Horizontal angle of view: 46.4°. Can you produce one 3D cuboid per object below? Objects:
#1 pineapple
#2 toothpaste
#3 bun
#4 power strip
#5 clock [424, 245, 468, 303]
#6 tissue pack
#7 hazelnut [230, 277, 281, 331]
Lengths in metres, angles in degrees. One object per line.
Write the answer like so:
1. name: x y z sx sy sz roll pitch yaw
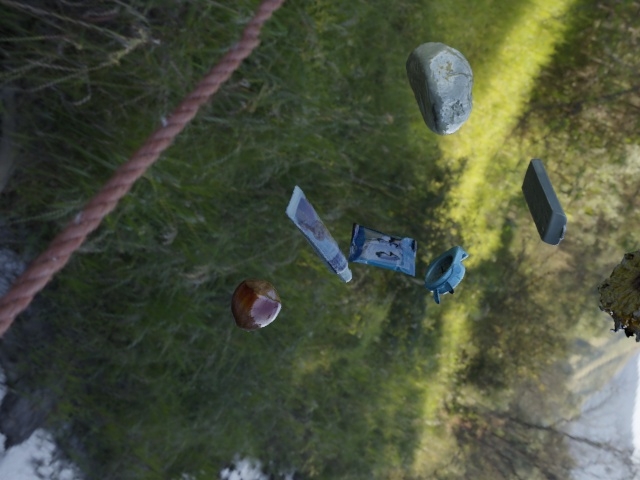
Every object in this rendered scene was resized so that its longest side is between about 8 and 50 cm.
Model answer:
1. pineapple: 0.514 0.065 1.128 0.221 0.047 0.221 -42 -163 16
2. toothpaste: 0.000 0.000 1.226 0.216 0.037 0.062 55 38 -41
3. bun: 0.286 -0.352 1.726 0.134 0.220 0.220 -20 160 0
4. power strip: 0.390 -0.078 1.318 0.252 0.027 0.060 -85 -176 -58
5. clock: 0.290 0.083 1.741 0.108 0.045 0.147 -39 -163 35
6. tissue pack: 0.126 0.017 1.472 0.028 0.138 0.085 119 -19 -63
7. hazelnut: -0.100 0.099 1.130 0.086 0.086 0.086 -56 163 -26
